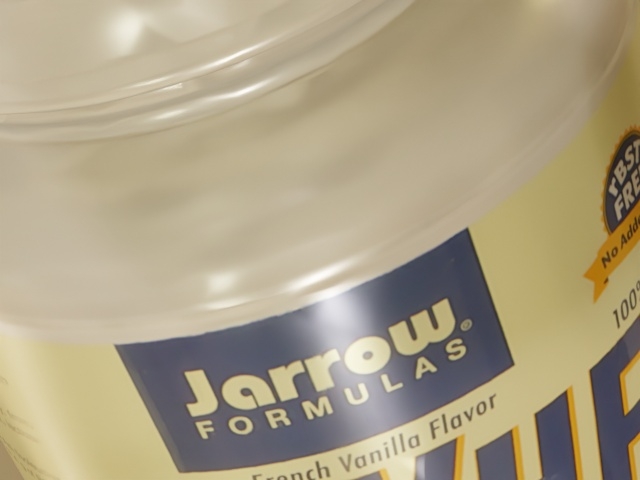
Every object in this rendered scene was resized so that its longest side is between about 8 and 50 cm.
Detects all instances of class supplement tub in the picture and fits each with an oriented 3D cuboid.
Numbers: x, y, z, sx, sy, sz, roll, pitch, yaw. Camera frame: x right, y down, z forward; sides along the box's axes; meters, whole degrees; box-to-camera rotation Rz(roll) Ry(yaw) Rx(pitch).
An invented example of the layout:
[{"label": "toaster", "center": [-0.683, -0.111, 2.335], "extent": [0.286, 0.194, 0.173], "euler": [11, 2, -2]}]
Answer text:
[{"label": "supplement tub", "center": [0.000, 0.000, 0.595], "extent": [0.235, 0.235, 0.324], "euler": [-34, 128, -15]}]
